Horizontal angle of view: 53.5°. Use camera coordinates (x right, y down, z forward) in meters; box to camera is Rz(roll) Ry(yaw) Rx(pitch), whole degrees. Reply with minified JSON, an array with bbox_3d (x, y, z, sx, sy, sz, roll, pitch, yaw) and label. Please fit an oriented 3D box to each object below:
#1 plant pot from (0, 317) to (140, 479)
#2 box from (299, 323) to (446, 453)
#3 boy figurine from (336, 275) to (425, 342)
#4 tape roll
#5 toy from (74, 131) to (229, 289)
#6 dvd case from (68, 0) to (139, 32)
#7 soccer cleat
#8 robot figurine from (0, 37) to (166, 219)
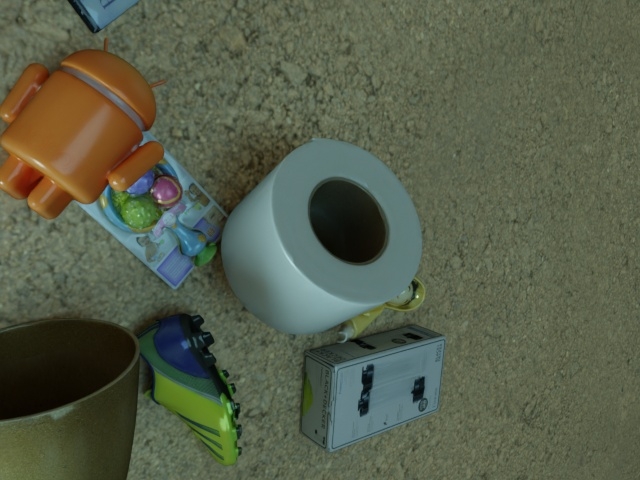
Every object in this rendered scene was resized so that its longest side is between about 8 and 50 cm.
[{"bbox_3d":[-0.320,0.254,0.748,0.237,0.237,0.254,-16,112,-36],"label":"plant pot"},{"bbox_3d":[0.103,0.268,1.196,0.290,0.087,0.169,-8,107,-38],"label":"box"},{"bbox_3d":[0.065,0.095,1.119,0.285,0.092,0.177,7,95,-37],"label":"boy figurine"},{"bbox_3d":[0.000,0.000,0.919,0.246,0.169,0.246,13,62,-27],"label":"tape roll"},{"bbox_3d":[-0.223,-0.050,0.863,0.137,0.056,0.237,-52,128,-17],"label":"toy"},{"bbox_3d":[-0.239,-0.403,0.777,0.253,0.022,0.180,-47,127,-20],"label":"dvd case"},{"bbox_3d":[-0.196,0.233,0.959,0.121,0.093,0.289,-17,120,-3],"label":"soccer cleat"},{"bbox_3d":[-0.279,-0.130,0.748,0.219,0.158,0.128,-57,145,-13],"label":"robot figurine"}]
